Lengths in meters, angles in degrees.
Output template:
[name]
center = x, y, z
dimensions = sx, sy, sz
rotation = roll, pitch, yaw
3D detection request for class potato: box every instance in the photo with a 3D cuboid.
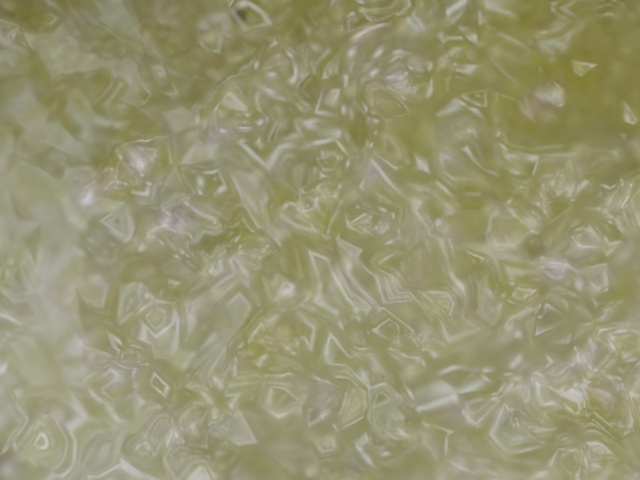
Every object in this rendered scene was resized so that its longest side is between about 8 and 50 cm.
[potato]
center = -0.018, 0.121, 0.564
dimensions = 0.442, 0.319, 0.385
rotation = -31, 64, -12
